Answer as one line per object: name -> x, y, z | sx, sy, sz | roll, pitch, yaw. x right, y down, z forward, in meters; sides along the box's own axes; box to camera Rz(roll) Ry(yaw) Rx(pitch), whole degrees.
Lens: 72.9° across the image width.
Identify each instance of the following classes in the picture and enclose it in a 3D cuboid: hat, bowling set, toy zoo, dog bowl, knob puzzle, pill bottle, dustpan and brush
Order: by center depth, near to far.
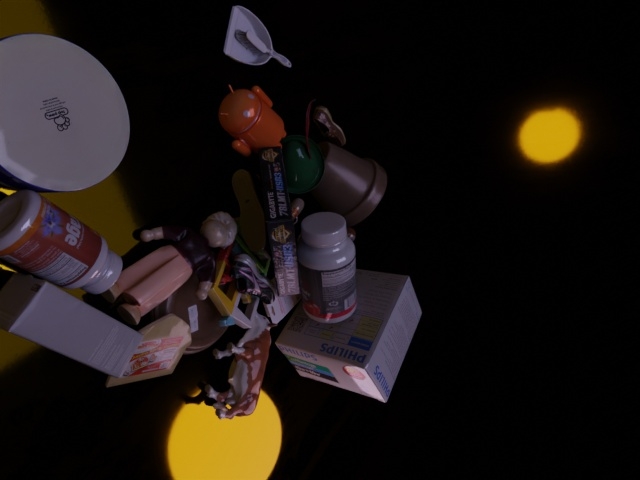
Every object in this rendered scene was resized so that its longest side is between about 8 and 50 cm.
dog bowl -> -0.484, -0.216, 0.764 | 0.265, 0.104, 0.264 | -12, 105, -54
pill bottle -> -0.475, 0.014, 0.791 | 0.216, 0.121, 0.121 | 53, 52, -52
knob puzzle -> -0.382, 0.240, 0.995 | 0.213, 0.030, 0.213 | -33, 146, -26
toy zoo -> -0.222, 0.105, 1.187 | 0.293, 0.030, 0.192 | -79, 149, -41
dustpan and brush -> -0.165, -0.542, 1.223 | 0.211, 0.060, 0.147 | 18, 80, -55
hat -> -0.070, -0.252, 1.250 | 0.183, 0.173, 0.208 | 144, -72, -84
pill bottle -> 0.020, 0.081, 1.319 | 0.176, 0.176, 0.318 | -43, 139, -44
bowling set -> 0.000, 0.000, 1.437 | 0.287, 0.200, 0.154 | 56, 52, -39

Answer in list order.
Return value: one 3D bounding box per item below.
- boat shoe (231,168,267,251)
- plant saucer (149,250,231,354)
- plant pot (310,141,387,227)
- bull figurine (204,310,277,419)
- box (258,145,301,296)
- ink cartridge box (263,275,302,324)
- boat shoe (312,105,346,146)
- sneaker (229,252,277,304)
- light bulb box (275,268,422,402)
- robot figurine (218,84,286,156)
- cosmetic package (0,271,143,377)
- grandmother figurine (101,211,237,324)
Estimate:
boat shoe -> -0.181, -0.083, 1.212 | 0.079, 0.084, 0.232 | 6, 70, -63
plant saucer -> -0.313, 0.162, 1.131 | 0.278, 0.041, 0.277 | -14, 108, -54
plant pot -> 0.057, -0.209, 1.464 | 0.229, 0.263, 0.263 | 36, 64, -34
bull figurine -> -0.221, 0.357, 1.243 | 0.188, 0.101, 0.310 | 13, 82, -52
box -> -0.108, -0.051, 1.170 | 0.295, 0.074, 0.293 | 87, -8, -48
ink cartridge box -> -0.129, 0.176, 1.382 | 0.181, 0.062, 0.104 | -43, 128, -45
boat shoe -> 0.026, -0.390, 1.532 | 0.178, 0.064, 0.060 | 48, 61, -40
sneaker -> -0.188, 0.119, 1.154 | 0.178, 0.072, 0.077 | 54, 46, -32
light bulb box -> 0.107, 0.299, 1.485 | 0.361, 0.358, 0.225 | -57, 136, -33
robot figurine -> -0.185, -0.317, 1.169 | 0.158, 0.128, 0.219 | -42, 145, 11
cosmetic package -> -0.474, 0.163, 0.817 | 0.238, 0.127, 0.107 | 48, 57, -46
grandmother figurine -> -0.323, 0.047, 1.010 | 0.342, 0.104, 0.207 | -46, 114, -37
